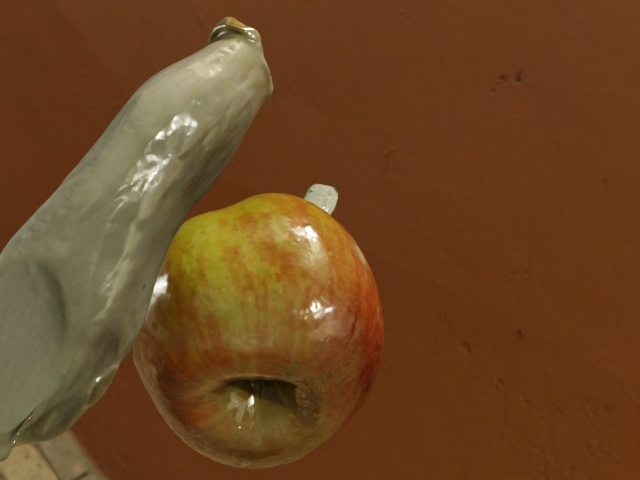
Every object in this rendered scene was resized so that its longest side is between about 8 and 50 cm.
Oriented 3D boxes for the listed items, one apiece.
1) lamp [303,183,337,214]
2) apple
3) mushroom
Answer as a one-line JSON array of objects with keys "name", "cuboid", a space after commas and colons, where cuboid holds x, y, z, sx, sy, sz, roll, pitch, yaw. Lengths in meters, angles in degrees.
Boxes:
[{"name": "lamp", "cuboid": [0.000, 0.000, 1.243, 0.050, 0.056, 0.198, 11, -34, 11]}, {"name": "apple", "cuboid": [-0.070, 0.088, 1.020, 0.302, 0.301, 0.301, 8, -73, 26]}, {"name": "mushroom", "cuboid": [-0.139, -0.011, 0.620, 0.097, 0.109, 0.351, 23, -105, 30]}]
